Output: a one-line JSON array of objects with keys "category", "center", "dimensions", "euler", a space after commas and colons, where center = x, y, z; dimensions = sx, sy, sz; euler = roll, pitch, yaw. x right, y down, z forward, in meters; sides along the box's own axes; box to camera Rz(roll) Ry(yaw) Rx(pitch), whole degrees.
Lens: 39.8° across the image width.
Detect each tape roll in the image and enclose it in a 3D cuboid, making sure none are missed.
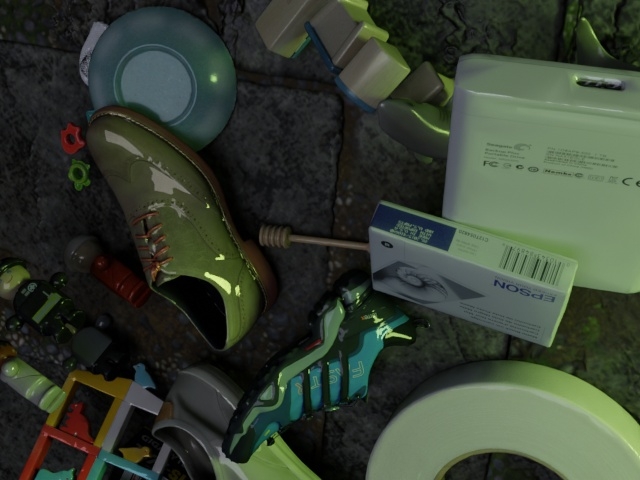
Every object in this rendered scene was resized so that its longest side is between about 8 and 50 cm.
[{"category": "tape roll", "center": [0.248, 0.343, 1.150], "dimensions": [0.392, 0.072, 0.391], "euler": [7, 112, 19]}]

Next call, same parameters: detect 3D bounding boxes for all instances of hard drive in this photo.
[{"category": "hard drive", "center": [0.241, -0.049, 0.876], "dimensions": [0.233, 0.047, 0.353], "euler": [9, 155, 9]}]

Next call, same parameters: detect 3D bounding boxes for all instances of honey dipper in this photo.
[{"category": "honey dipper", "center": [0.000, 0.000, 1.149], "dimensions": [0.161, 0.030, 0.030], "euler": [5, 111, 16]}]

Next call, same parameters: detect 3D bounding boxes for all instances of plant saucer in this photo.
[{"category": "plant saucer", "center": [-0.205, -0.197, 1.121], "dimensions": [0.195, 0.037, 0.194], "euler": [1, 106, 4]}]

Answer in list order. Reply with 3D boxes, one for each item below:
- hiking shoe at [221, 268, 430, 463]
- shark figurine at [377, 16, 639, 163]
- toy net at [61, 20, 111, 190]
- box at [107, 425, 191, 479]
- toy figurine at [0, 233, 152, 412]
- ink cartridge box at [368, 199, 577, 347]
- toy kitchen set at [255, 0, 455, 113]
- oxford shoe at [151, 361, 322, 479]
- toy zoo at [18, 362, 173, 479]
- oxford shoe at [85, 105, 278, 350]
[{"category": "hiking shoe", "center": [-0.004, 0.185, 1.130], "dimensions": [0.132, 0.113, 0.304], "euler": [40, 97, -3]}, {"category": "shark figurine", "center": [0.204, -0.118, 0.962], "dimensions": [0.278, 0.166, 0.116], "euler": [-18, 60, -5]}, {"category": "toy net", "center": [-0.292, -0.179, 1.192], "dimensions": [0.122, 0.045, 0.232], "euler": [8, 110, 21]}, {"category": "box", "center": [-0.239, 0.488, 1.398], "dimensions": [0.257, 0.079, 0.321], "euler": [31, 118, 11]}, {"category": "toy figurine", "center": [-0.363, 0.112, 1.234], "dimensions": [0.148, 0.213, 0.209], "euler": [32, 121, 19]}, {"category": "ink cartridge box", "center": [0.166, 0.054, 1.012], "dimensions": [0.224, 0.045, 0.224], "euler": [18, 157, 16]}, {"category": "toy kitchen set", "center": [0.051, -0.208, 1.031], "dimensions": [0.122, 0.166, 0.207], "euler": [-46, 52, 28]}, {"category": "oxford shoe", "center": [-0.069, 0.369, 1.230], "dimensions": [0.449, 0.130, 0.169], "euler": [46, 145, 3]}, {"category": "toy zoo", "center": [-0.323, 0.317, 1.299], "dimensions": [0.193, 0.030, 0.293], "euler": [21, 76, 9]}, {"category": "oxford shoe", "center": [-0.186, -0.013, 1.123], "dimensions": [0.123, 0.130, 0.348], "euler": [-26, 109, 38]}]
